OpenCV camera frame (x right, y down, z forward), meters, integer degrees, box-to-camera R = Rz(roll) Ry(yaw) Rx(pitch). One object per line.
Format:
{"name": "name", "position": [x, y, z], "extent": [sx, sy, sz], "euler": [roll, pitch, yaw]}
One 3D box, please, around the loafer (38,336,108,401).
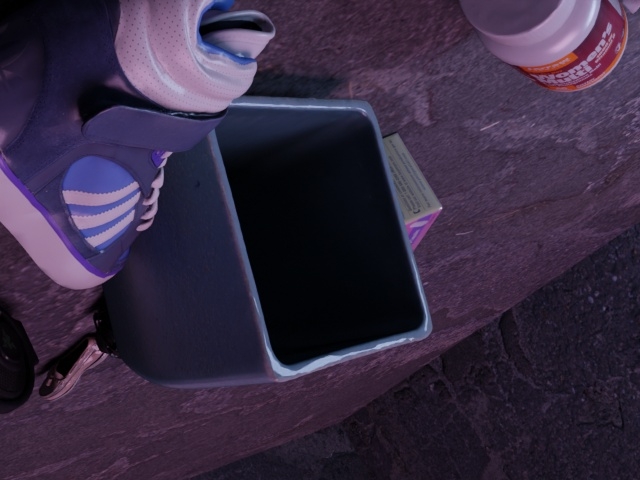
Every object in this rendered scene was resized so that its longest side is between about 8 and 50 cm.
{"name": "loafer", "position": [-0.342, 0.170, 1.346], "extent": [0.125, 0.045, 0.039], "euler": [-40, 145, 12]}

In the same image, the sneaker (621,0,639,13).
{"name": "sneaker", "position": [0.441, -0.337, 0.940], "extent": [0.210, 0.137, 0.366], "euler": [-24, 167, -26]}

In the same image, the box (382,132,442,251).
{"name": "box", "position": [0.000, 0.000, 1.258], "extent": [0.243, 0.117, 0.213], "euler": [-23, 163, -20]}

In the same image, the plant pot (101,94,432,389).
{"name": "plant pot", "position": [-0.084, 0.017, 0.979], "extent": [0.252, 0.247, 0.247], "euler": [-19, 173, 39]}

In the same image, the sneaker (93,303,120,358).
{"name": "sneaker", "position": [-0.216, 0.094, 1.217], "extent": [0.130, 0.109, 0.286], "euler": [-19, 160, -12]}

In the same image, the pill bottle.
{"name": "pill bottle", "position": [0.215, -0.219, 0.951], "extent": [0.121, 0.121, 0.221], "euler": [-36, 163, 22]}

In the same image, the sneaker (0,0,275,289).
{"name": "sneaker", "position": [-0.131, -0.083, 0.762], "extent": [0.236, 0.130, 0.323], "euler": [-24, 158, -2]}

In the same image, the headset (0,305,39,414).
{"name": "headset", "position": [-0.401, 0.174, 0.991], "extent": [0.243, 0.185, 0.394], "euler": [-26, 175, -13]}
